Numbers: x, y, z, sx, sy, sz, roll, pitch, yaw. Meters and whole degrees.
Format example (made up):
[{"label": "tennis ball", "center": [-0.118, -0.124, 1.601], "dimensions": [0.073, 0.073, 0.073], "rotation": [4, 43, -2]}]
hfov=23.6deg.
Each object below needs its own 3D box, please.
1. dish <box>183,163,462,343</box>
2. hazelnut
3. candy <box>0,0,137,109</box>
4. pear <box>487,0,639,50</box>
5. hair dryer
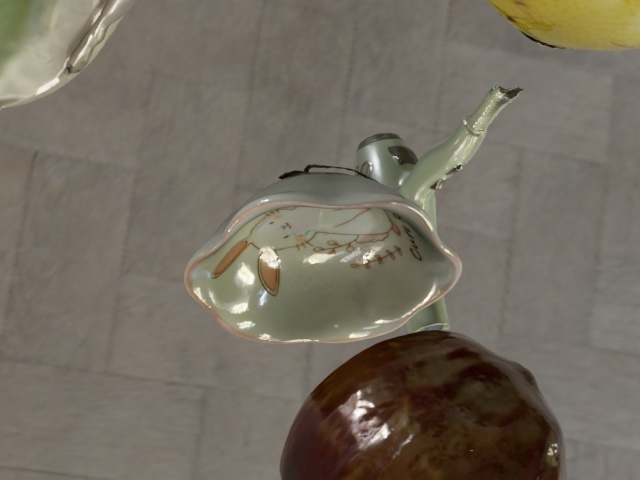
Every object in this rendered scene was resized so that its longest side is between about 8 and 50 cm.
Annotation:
[{"label": "dish", "center": [0.000, 0.000, 1.268], "dimensions": [0.230, 0.229, 0.081], "rotation": [5, 55, -17]}, {"label": "hazelnut", "center": [0.088, 0.180, 1.142], "dimensions": [0.218, 0.234, 0.218], "rotation": [-16, 127, -23]}, {"label": "candy", "center": [-0.310, -0.310, 1.295], "dimensions": [0.386, 0.427, 0.186], "rotation": [32, 42, -30]}, {"label": "pear", "center": [0.236, -0.317, 1.233], "dimensions": [0.348, 0.348, 0.348], "rotation": [2, 82, -17]}, {"label": "hair dryer", "center": [0.123, -0.018, 1.564], "dimensions": [0.092, 0.267, 0.229], "rotation": [0, 81, -29]}]
